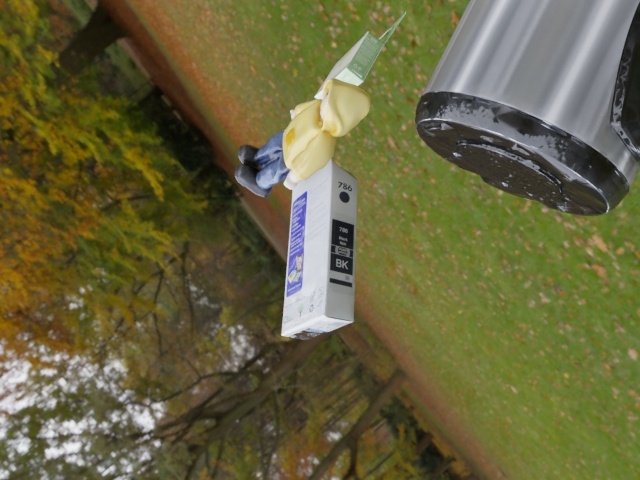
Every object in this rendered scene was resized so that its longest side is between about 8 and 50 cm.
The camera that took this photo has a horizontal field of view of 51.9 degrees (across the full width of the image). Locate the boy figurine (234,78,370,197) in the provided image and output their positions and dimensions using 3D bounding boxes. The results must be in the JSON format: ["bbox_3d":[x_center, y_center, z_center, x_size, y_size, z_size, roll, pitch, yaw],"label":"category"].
[{"bbox_3d":[-0.031,-0.171,1.121,0.092,0.285,0.177,27,-126,-30],"label":"boy figurine"}]

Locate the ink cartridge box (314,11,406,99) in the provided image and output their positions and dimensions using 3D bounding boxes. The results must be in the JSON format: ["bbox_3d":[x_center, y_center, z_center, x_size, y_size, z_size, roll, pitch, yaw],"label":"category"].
[{"bbox_3d":[0.093,-0.434,1.538,0.056,0.235,0.171,35,157,-15],"label":"ink cartridge box"}]

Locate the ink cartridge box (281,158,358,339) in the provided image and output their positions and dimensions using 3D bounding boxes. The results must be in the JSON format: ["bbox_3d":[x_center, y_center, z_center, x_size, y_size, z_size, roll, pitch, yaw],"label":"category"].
[{"bbox_3d":[0.000,0.000,1.180,0.065,0.333,0.165,13,156,-25],"label":"ink cartridge box"}]

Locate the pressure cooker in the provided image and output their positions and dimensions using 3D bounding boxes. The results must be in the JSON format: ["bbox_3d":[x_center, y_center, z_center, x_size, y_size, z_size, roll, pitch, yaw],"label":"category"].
[{"bbox_3d":[0.388,-0.295,1.056,0.375,0.421,0.370,27,178,-1],"label":"pressure cooker"}]
